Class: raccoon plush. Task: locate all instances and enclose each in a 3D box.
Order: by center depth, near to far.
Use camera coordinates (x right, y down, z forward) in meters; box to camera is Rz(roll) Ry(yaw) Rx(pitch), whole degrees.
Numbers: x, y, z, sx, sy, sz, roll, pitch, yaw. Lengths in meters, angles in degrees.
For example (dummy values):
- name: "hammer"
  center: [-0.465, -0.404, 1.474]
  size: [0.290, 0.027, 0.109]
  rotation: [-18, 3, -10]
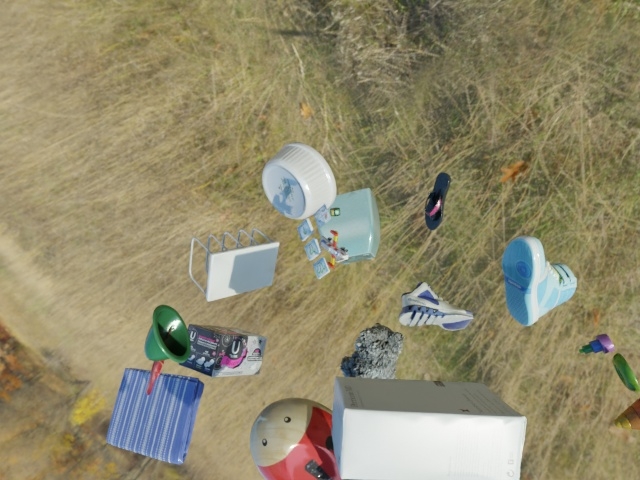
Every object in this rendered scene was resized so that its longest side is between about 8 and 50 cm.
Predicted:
- name: "raccoon plush"
  center: [0.227, 0.519, 1.651]
  size: [0.299, 0.216, 0.446]
  rotation: [105, 154, -53]

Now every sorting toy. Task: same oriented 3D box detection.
- name: "sorting toy"
  center: [0.951, 0.464, 1.486]
  size: [0.126, 0.365, 0.127]
  rotation: [-25, 123, 16]

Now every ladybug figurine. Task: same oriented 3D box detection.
- name: "ladybug figurine"
  center: [-0.029, 0.704, 1.482]
  size: [0.449, 0.305, 0.162]
  rotation: [45, 171, -20]

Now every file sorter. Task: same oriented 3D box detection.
- name: "file sorter"
  center: [-0.328, 0.074, 1.725]
  size: [0.173, 0.278, 0.192]
  rotation: [37, 125, 40]

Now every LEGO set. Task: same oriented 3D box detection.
- name: "LEGO set"
  center: [0.000, 0.000, 1.337]
  size: [0.244, 0.060, 0.182]
  rotation: [-39, 69, 55]

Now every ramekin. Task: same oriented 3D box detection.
- name: "ramekin"
  center: [-0.088, -0.197, 1.610]
  size: [0.273, 0.127, 0.272]
  rotation: [29, 138, 29]

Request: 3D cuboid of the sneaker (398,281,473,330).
- name: "sneaker"
  center: [0.476, 0.263, 1.929]
  size: [0.316, 0.182, 0.127]
  rotation: [8, 140, -10]

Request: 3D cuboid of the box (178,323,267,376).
- name: "box"
  center: [-0.323, 0.372, 1.563]
  size: [0.163, 0.142, 0.247]
  rotation: [8, 172, 31]

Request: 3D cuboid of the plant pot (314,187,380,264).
- name: "plant pot"
  center: [0.126, -0.041, 1.900]
  size: [0.248, 0.247, 0.252]
  rotation: [35, -137, -72]

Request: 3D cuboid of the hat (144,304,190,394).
- name: "hat"
  center: [-0.505, 0.319, 1.355]
  size: [0.173, 0.184, 0.208]
  rotation: [44, -158, -62]

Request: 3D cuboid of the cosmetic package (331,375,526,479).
- name: "cosmetic package"
  center: [0.223, 0.421, 1.040]
  size: [0.217, 0.385, 0.156]
  rotation: [-161, 77, -84]

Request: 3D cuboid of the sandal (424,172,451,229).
- name: "sandal"
  center: [0.337, -0.115, 1.361]
  size: [0.067, 0.040, 0.179]
  rotation: [39, 129, 47]

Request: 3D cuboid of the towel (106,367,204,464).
- name: "towel"
  center: [-0.516, 0.532, 1.424]
  size: [0.336, 0.243, 0.040]
  rotation: [-1, 159, 29]

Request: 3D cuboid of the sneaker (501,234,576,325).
- name: "sneaker"
  center: [0.656, 0.086, 1.353]
  size: [0.127, 0.208, 0.319]
  rotation: [49, 160, 51]
